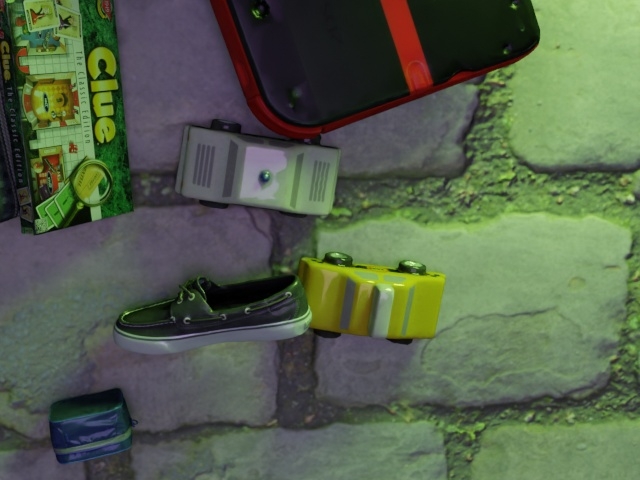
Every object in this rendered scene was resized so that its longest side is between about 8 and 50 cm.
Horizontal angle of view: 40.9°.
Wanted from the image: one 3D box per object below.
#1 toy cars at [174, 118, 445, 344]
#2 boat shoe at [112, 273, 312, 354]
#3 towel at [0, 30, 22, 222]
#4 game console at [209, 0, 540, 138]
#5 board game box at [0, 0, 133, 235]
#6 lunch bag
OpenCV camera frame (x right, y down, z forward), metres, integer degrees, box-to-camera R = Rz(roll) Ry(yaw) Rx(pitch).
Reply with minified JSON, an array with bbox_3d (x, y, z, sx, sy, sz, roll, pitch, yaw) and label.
[{"bbox_3d":[0.000,0.000,0.993,0.176,0.087,0.394,-41,106,0],"label":"toy cars"},{"bbox_3d":[-0.126,0.075,0.970,0.228,0.080,0.076,-3,116,7],"label":"boat shoe"},{"bbox_3d":[-0.379,-0.159,0.807,0.312,0.056,0.324,-26,117,-50],"label":"towel"},{"bbox_3d":[0.035,-0.333,0.929,0.342,0.060,0.386,-22,101,-11],"label":"game console"},{"bbox_3d":[-0.265,-0.145,0.898,0.030,0.136,0.260,6,106,33],"label":"board game box"},{"bbox_3d":[-0.263,0.220,1.004,0.098,0.067,0.065,-10,105,-10],"label":"lunch bag"}]
